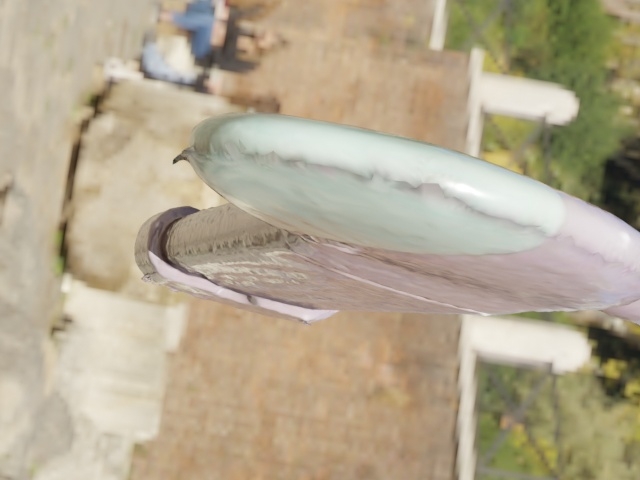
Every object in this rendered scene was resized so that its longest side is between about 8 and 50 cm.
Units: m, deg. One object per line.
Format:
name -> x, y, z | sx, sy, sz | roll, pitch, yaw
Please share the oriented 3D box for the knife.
knife -> 0.000, -0.001, 0.520 | 0.398, 0.132, 0.038 | 165, -57, -76
